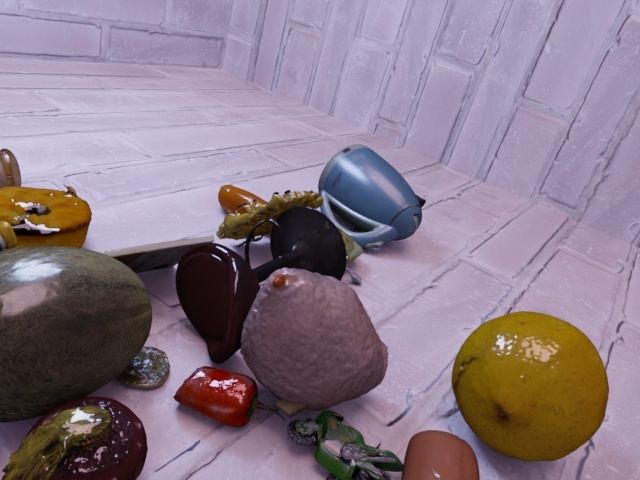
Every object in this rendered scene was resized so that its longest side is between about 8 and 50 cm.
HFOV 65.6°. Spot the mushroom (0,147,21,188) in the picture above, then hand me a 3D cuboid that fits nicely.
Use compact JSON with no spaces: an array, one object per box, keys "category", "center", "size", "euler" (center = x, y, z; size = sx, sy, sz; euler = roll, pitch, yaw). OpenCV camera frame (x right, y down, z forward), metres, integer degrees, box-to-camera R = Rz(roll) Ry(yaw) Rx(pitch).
[{"category":"mushroom","center":[-0.901,-0.124,1.115],"size":[0.407,0.137,0.154],"euler":[-17,28,-39]}]

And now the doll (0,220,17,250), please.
[{"category":"doll","center":[-0.614,0.074,0.745],"size":[0.145,0.103,0.316],"euler":[29,47,12]}]

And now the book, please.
[{"category":"book","center":[-0.402,0.046,1.022],"size":[0.310,0.217,0.021],"euler":[-11,81,-43]}]

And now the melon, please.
[{"category":"melon","center":[-0.417,0.132,0.750],"size":[0.249,0.248,0.329],"euler":[34,29,32]}]

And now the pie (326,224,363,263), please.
[{"category":"pie","center":[0.000,0.000,1.431],"size":[0.248,0.090,0.201],"euler":[31,32,35]}]

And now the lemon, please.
[{"category":"lemon","center":[0.388,0.268,0.932],"size":[0.293,0.293,0.293],"euler":[13,26,-7]}]

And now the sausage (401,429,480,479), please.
[{"category":"sausage","center":[0.163,0.406,0.691],"size":[0.121,0.121,0.304],"euler":[20,28,7]}]

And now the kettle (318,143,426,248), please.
[{"category":"kettle","center":[0.158,-0.111,1.631],"size":[0.319,0.247,0.342],"euler":[-33,55,-17]}]

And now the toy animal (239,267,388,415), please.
[{"category":"toy animal","center":[-0.019,0.179,0.849],"size":[0.227,0.358,0.188],"euler":[-24,37,7]}]

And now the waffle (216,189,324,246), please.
[{"category":"waffle","center":[-0.130,-0.065,1.300],"size":[0.281,0.262,0.060],"euler":[-13,75,-31]}]

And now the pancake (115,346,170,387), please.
[{"category":"pancake","center":[-0.318,0.225,0.887],"size":[0.108,0.017,0.108],"euler":[16,24,-7]}]

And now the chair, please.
[{"category":"chair","center":[-0.134,0.077,1.053],"size":[0.227,0.226,0.401],"euler":[28,29,22]}]

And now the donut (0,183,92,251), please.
[{"category":"donut","center":[-0.650,-0.045,1.117],"size":[0.254,0.118,0.253],"euler":[16,26,-8]}]

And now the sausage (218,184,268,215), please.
[{"category":"sausage","center":[-0.215,-0.097,1.496],"size":[0.238,0.098,0.098],"euler":[29,29,21]}]

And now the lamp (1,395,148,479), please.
[{"category":"lamp","center":[-0.311,0.274,0.658],"size":[0.156,0.135,0.157],"euler":[18,26,-1]}]

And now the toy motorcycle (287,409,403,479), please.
[{"category":"toy motorcycle","center":[0.038,0.342,0.813],"size":[0.190,0.074,0.106],"euler":[27,20,22]}]

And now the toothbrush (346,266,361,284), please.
[{"category":"toothbrush","center":[0.016,0.032,1.292],"size":[0.286,0.020,0.025],"euler":[41,22,-28]}]

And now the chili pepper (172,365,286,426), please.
[{"category":"chili pepper","center":[-0.145,0.267,0.834],"size":[0.192,0.084,0.086],"euler":[19,59,10]}]
